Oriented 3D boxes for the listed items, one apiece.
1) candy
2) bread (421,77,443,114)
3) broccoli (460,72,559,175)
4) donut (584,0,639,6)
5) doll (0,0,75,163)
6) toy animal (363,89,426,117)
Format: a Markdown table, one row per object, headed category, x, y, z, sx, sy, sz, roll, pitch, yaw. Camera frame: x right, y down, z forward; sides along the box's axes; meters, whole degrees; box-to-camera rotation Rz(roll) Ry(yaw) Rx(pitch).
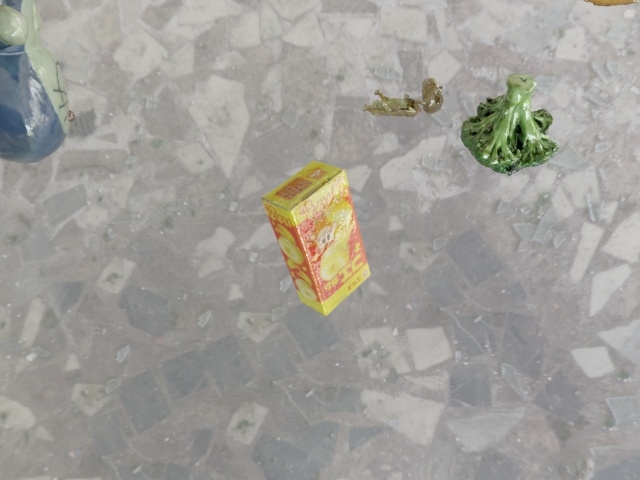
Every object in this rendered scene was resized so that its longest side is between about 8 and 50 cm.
| category | x | y | z | sx | sy | sz | roll | pitch | yaw |
| --- | --- | --- | --- | --- | --- | --- | --- | --- | --- |
| candy | 0.000 | 0.000 | 0.933 | 0.088 | 0.276 | 0.146 | 23 | 54 | 41 |
| bread | 0.329 | -0.415 | 1.398 | 0.060 | 0.113 | 0.082 | -3 | 80 | 15 |
| broccoli | 0.510 | -0.327 | 1.289 | 0.254 | 0.269 | 0.269 | -11 | 76 | -3 |
| donut | 0.611 | -0.727 | 0.958 | 0.377 | 0.163 | 0.435 | 12 | 108 | 7 |
| doll | -0.395 | -0.227 | 0.608 | 0.154 | 0.258 | 0.228 | -22 | 34 | -26 |
| toy animal | 0.192 | -0.353 | 1.246 | 0.241 | 0.099 | 0.057 | 19 | 102 | 50 |
